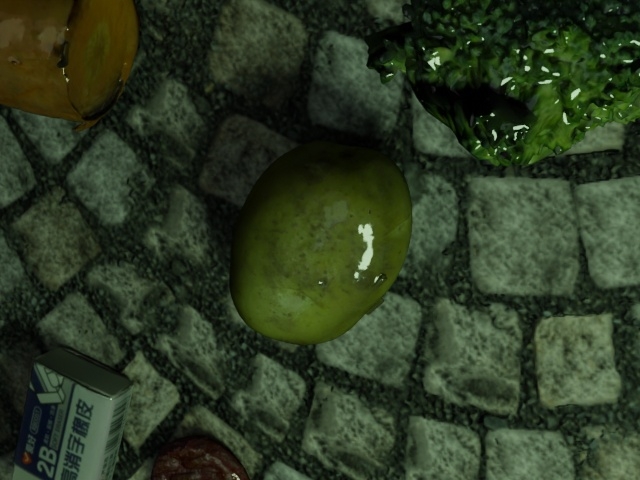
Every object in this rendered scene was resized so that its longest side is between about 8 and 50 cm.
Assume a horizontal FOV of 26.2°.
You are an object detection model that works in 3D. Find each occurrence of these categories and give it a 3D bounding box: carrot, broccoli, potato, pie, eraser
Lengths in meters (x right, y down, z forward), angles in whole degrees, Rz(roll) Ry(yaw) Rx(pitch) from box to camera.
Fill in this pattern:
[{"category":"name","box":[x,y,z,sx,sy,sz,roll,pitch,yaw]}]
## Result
[{"category":"carrot","box":[-0.388,-0.271,1.564,0.340,0.224,0.224,16,110,15]},{"category":"broccoli","box":[0.222,-0.195,1.294,0.317,0.338,0.277,-28,63,48]},{"category":"potato","box":[0.001,0.002,1.511,0.197,0.148,0.228,19,110,32]},{"category":"pie","box":[-0.150,0.317,1.730,0.154,0.036,0.154,7,108,22]},{"category":"eraser","box":[-0.322,0.256,1.770,0.124,0.068,0.210,23,113,15]}]
